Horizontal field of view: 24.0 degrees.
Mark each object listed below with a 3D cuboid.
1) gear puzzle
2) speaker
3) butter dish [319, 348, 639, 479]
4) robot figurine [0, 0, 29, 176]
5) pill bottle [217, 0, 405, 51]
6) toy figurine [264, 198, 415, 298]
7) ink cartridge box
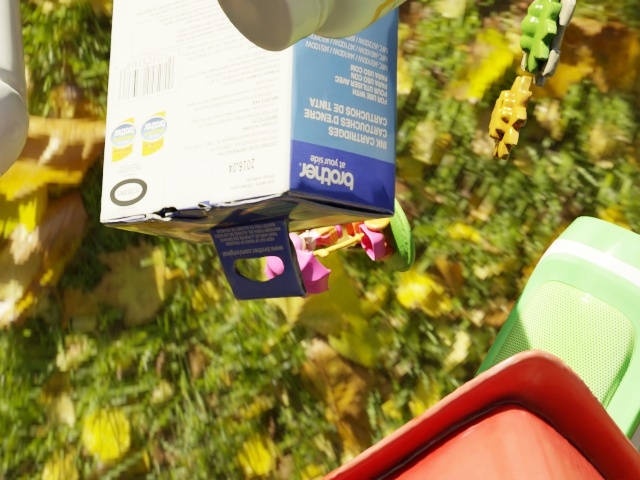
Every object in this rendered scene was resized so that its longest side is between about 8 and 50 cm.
[{"bbox_3d":[0.211,-0.241,1.451,0.044,0.175,0.339,14,106,-5],"label":"gear puzzle"},{"bbox_3d":[0.156,0.137,1.047,0.131,0.131,0.296,31,85,-14],"label":"speaker"},{"bbox_3d":[0.067,0.150,0.563,0.160,0.118,0.160,-34,123,10],"label":"butter dish"},{"bbox_3d":[-0.434,-0.195,1.699,0.200,0.300,0.353,-6,60,-8],"label":"robot figurine"},{"bbox_3d":[0.031,-0.213,1.002,0.215,0.117,0.117,-37,105,-26],"label":"pill bottle"},{"bbox_3d":[0.000,0.000,1.801,0.159,0.173,0.130,-26,130,-20],"label":"toy figurine"},{"bbox_3d":[-0.068,-0.146,1.407,0.151,0.270,0.395,12,77,-43],"label":"ink cartridge box"}]
